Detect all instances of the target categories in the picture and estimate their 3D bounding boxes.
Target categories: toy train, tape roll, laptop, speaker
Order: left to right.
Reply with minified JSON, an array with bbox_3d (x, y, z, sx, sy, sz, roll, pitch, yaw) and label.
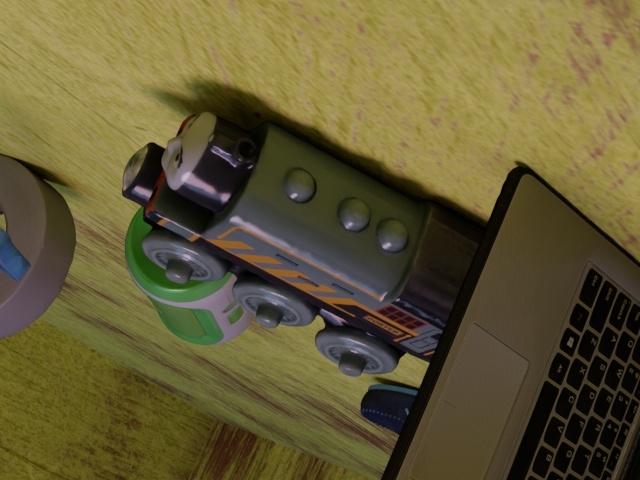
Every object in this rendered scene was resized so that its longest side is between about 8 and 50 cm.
[{"bbox_3d":[-0.406,0.008,1.905,0.219,0.219,0.072,17,168,28],"label":"tape roll"},{"bbox_3d":[-0.135,0.034,1.724,0.131,0.131,0.296,22,168,7],"label":"speaker"},{"bbox_3d":[0.000,0.000,1.324,0.334,0.142,0.190,29,155,-17],"label":"toy train"},{"bbox_3d":[0.259,0.215,1.128,0.236,0.382,0.408,11,162,45],"label":"laptop"}]

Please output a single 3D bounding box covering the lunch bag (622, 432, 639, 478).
[{"bbox_3d":[0.325,0.279,1.475,0.213,0.305,0.256,21,169,13],"label":"lunch bag"}]

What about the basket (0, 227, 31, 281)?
[{"bbox_3d":[-0.438,-0.065,1.682,0.289,0.201,0.255,33,168,3],"label":"basket"}]

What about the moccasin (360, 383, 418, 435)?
[{"bbox_3d":[0.197,0.301,2.273,0.342,0.117,0.138,16,166,32],"label":"moccasin"}]
